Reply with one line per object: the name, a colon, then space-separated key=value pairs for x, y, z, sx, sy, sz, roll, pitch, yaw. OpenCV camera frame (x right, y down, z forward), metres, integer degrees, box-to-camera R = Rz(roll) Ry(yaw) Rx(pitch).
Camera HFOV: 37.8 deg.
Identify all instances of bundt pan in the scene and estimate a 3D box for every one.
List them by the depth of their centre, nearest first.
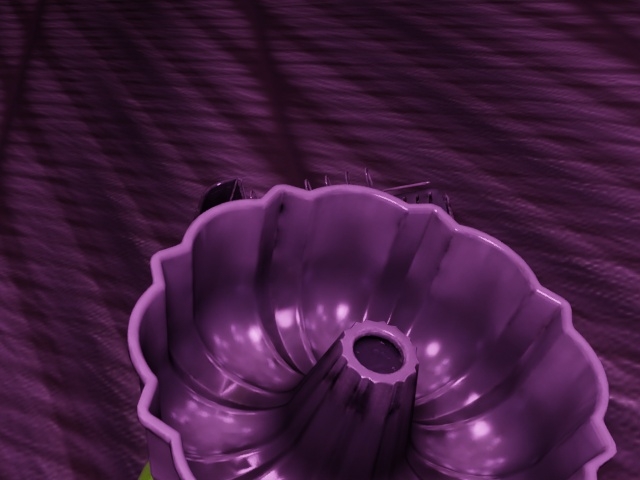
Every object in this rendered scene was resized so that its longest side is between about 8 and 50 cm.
bundt pan: x=0.027 y=0.114 z=0.657 sx=0.331 sy=0.124 sz=0.331 roll=9 pitch=44 yaw=-9

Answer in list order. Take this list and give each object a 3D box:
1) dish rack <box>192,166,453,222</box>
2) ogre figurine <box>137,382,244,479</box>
dish rack: x=0.000 y=0.000 z=0.958 sx=0.271 sy=0.074 sz=0.208 roll=-10 pitch=36 yaw=13
ogre figurine: x=-0.062 y=0.173 z=0.734 sx=0.197 sy=0.097 sz=0.118 roll=-25 pitch=50 yaw=18
